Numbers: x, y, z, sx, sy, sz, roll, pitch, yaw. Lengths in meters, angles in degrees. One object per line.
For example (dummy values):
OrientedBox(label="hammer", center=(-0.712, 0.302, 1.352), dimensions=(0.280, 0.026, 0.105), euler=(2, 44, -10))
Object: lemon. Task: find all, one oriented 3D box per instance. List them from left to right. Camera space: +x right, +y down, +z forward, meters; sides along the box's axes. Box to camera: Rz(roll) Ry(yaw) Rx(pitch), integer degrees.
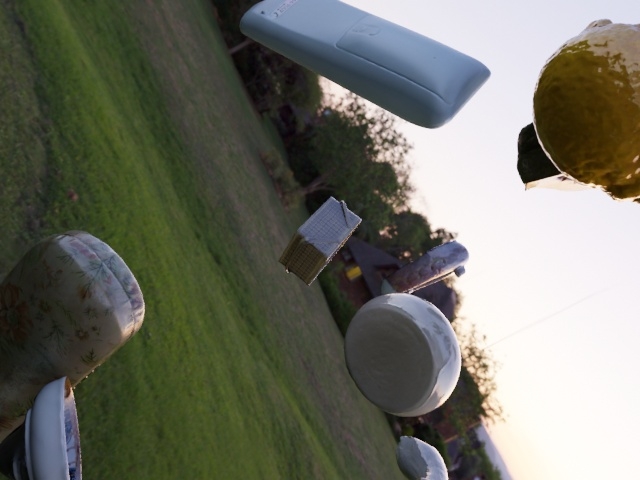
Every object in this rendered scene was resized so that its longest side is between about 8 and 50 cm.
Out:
OrientedBox(label="lemon", center=(0.290, -0.125, 0.516), dimensions=(0.142, 0.142, 0.187), euler=(33, 42, -83))

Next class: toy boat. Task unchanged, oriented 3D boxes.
OrientedBox(label="toy boat", center=(0.262, 0.086, 1.270), dimensions=(0.085, 0.227, 0.155), euler=(63, 16, 18))

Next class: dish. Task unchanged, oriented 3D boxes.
OrientedBox(label="dish", center=(-0.309, 0.225, 0.564), dimensions=(0.141, 0.078, 0.141), euler=(174, -90, -69))

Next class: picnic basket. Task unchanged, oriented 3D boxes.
OrientedBox(label="picnic basket", center=(0.000, 0.000, 1.050), dimensions=(0.079, 0.164, 0.115), euler=(38, -43, 5))

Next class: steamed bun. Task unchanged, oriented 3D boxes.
OrientedBox(label="steamed bun", center=(0.166, 0.213, 1.005), dimensions=(0.145, 0.232, 0.232), euler=(-6, 63, -51))

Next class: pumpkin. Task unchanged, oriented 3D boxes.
OrientedBox(label="pumpkin", center=(0.582, -0.194, 1.203), dimensions=(0.222, 0.317, 0.139), euler=(-17, -101, 58))

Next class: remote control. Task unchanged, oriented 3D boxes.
OrientedBox(label="remote control", center=(0.041, -0.222, 0.586), dimensions=(0.293, 0.103, 0.051), euler=(33, -22, 24))

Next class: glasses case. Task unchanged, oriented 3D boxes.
OrientedBox(label="glasses case", center=(-0.385, 0.144, 0.693), dimensions=(0.156, 0.425, 0.098), euler=(52, 29, -1))

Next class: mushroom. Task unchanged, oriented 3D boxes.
OrientedBox(label="mushroom", center=(0.264, 0.584, 1.308), dimensions=(0.118, 0.103, 0.270), euler=(18, -1, -2))
